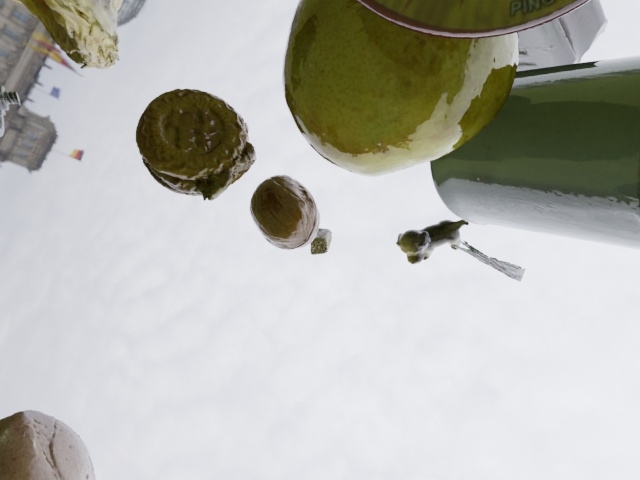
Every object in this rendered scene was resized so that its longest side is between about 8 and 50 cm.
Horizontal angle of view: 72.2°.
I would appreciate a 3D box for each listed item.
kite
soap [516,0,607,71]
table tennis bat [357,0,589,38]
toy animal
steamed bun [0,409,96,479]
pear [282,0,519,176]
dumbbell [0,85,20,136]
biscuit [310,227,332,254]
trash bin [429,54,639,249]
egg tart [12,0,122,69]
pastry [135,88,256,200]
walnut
[{"bbox_3d":[0.498,0.063,1.282,0.013,0.268,0.323,-59,-156,-1],"label":"kite"},{"bbox_3d":[0.543,-0.654,1.226,0.213,0.435,0.350,-56,-139,1],"label":"soap"},{"bbox_3d":[0.064,-0.324,0.320,0.415,0.051,0.268,31,-61,4],"label":"table tennis bat"},{"bbox_3d":[0.360,0.001,1.449,0.233,0.168,0.121,-20,-106,-5],"label":"toy animal"},{"bbox_3d":[-0.544,0.471,0.767,0.252,0.301,0.199,-17,-144,-10],"label":"steamed bun"},{"bbox_3d":[0.099,-0.245,0.580,0.304,0.304,0.303,-17,-118,35],"label":"pear"},{"bbox_3d":[-0.875,-0.293,0.925,0.179,0.406,0.179,35,-49,55],"label":"dumbbell"},{"bbox_3d":[0.000,0.000,1.747,0.082,0.168,0.070,0,-70,8],"label":"biscuit"},{"bbox_3d":[0.374,-0.137,0.685,0.280,0.280,0.432,-63,-157,2],"label":"trash bin"},{"bbox_3d":[-0.392,-0.419,0.582,0.388,0.388,0.169,26,-111,44],"label":"egg tart"},{"bbox_3d":[-0.260,-0.202,0.940,0.240,0.235,0.132,-58,-177,-27],"label":"pastry"},{"bbox_3d":[-0.086,-0.067,1.080,0.167,0.167,0.207,-47,-125,16],"label":"walnut"}]
